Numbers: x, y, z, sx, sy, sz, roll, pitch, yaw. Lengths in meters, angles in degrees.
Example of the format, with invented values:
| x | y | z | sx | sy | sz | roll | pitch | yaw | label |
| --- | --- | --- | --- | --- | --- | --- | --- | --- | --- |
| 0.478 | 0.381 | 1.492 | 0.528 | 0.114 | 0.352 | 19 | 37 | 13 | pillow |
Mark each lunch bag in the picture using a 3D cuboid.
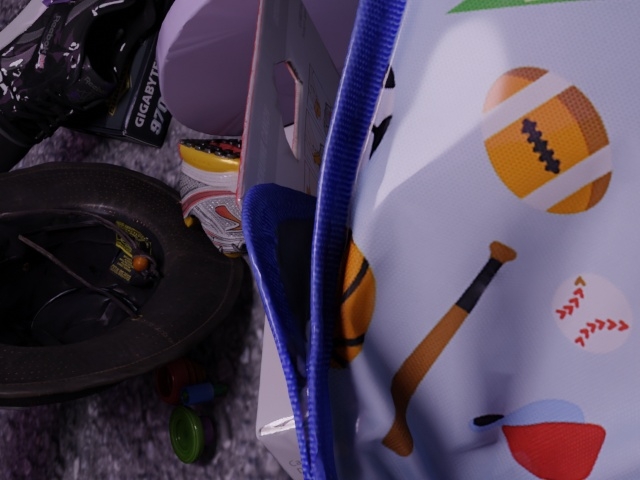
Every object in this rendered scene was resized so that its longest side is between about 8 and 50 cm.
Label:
| x | y | z | sx | sy | sz | roll | pitch | yaw | label |
| --- | --- | --- | --- | --- | --- | --- | --- | --- | --- |
| 0.130 | -0.012 | 0.473 | 0.239 | 0.328 | 0.385 | 15 | 89 | 22 | lunch bag |

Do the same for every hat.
| x | y | z | sx | sy | sz | roll | pitch | yaw | label |
| --- | --- | --- | --- | --- | --- | --- | --- | --- | --- |
| -0.238 | 0.063 | 0.911 | 0.331 | 0.331 | 0.134 | 54 | 141 | 42 | hat |

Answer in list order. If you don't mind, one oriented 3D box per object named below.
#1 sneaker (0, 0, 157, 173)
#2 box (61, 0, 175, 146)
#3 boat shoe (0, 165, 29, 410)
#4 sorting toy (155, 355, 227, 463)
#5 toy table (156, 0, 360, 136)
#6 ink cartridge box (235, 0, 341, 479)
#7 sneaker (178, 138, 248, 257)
| x | y | z | sx | sy | sz | roll | pitch | yaw | label |
| --- | --- | --- | --- | --- | --- | --- | --- | --- | --- |
| -0.277 | -0.165 | 1.049 | 0.124 | 0.107 | 0.283 | 39 | 96 | 38 | sneaker |
| -0.208 | -0.219 | 1.129 | 0.175 | 0.051 | 0.220 | 15 | 87 | 47 | box |
| -0.313 | 0.110 | 1.038 | 0.136 | 0.156 | 0.367 | -23 | 42 | 37 | boat shoe |
| -0.111 | 0.144 | 0.911 | 0.061 | 0.042 | 0.102 | -45 | 59 | 46 | sorting toy |
| -0.050 | -0.216 | 0.842 | 0.274 | 0.252 | 0.161 | -38 | 57 | 53 | toy table |
| 0.000 | 0.000 | 0.612 | 0.066 | 0.261 | 0.296 | -23 | 33 | 17 | ink cartridge box |
| -0.043 | -0.024 | 0.879 | 0.225 | 0.088 | 0.092 | 24 | 113 | 48 | sneaker |
